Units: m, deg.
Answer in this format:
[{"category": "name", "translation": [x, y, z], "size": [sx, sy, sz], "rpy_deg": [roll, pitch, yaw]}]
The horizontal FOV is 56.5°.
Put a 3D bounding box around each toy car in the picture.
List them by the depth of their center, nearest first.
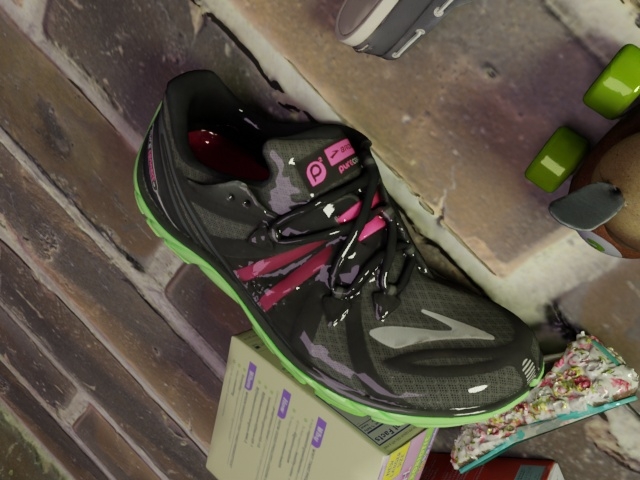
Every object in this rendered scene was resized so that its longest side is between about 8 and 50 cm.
[{"category": "toy car", "translation": [0.217, -0.021, 0.399], "size": [0.155, 0.188, 0.149], "rpy_deg": [38, 134, 11]}]

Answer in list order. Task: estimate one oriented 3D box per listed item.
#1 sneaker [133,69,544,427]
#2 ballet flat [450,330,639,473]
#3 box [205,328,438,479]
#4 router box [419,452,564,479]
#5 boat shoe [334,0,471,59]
[{"category": "sneaker", "translation": [0.000, 0.000, 0.582], "size": [0.483, 0.185, 0.202], "rpy_deg": [34, 137, 13]}, {"category": "ballet flat", "translation": [0.215, 0.169, 0.618], "size": [0.241, 0.091, 0.077], "rpy_deg": [-47, 56, 41]}, {"category": "box", "translation": [-0.007, 0.248, 0.730], "size": [0.243, 0.117, 0.213], "rpy_deg": [30, 117, 35]}, {"category": "router box", "translation": [0.210, 0.436, 0.782], "size": [0.301, 0.082, 0.335], "rpy_deg": [-15, 108, 42]}, {"category": "boat shoe", "translation": [0.100, -0.216, 0.465], "size": [0.065, 0.075, 0.206], "rpy_deg": [21, 141, -36]}]
